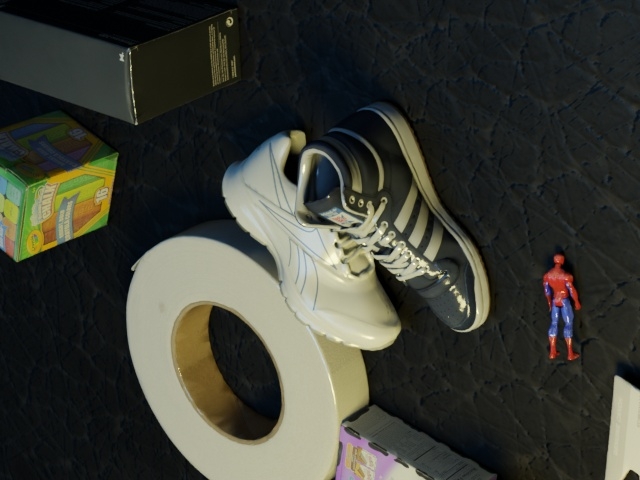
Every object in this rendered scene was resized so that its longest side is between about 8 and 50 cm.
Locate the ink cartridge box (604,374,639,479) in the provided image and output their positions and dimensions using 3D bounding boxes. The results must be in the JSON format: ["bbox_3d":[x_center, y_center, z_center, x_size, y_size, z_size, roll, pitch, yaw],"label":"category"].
[{"bbox_3d":[0.406,0.313,1.541,0.261,0.066,0.296,37,134,52],"label":"ink cartridge box"}]

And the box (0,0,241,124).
[{"bbox_3d":[-0.254,-0.242,1.806,0.261,0.184,0.103,20,122,36],"label":"box"}]

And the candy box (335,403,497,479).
[{"bbox_3d":[0.113,0.323,1.820,0.196,0.070,0.165,27,126,33],"label":"candy box"}]

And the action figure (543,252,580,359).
[{"bbox_3d":[0.260,0.070,1.586,0.038,0.030,0.115,5,108,36],"label":"action figure"}]

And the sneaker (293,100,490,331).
[{"bbox_3d":[0.074,-0.006,1.633,0.099,0.153,0.282,-25,92,47],"label":"sneaker"}]

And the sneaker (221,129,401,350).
[{"bbox_3d":[0.000,0.000,1.746,0.297,0.111,0.129,52,130,9],"label":"sneaker"}]

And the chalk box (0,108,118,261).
[{"bbox_3d":[-0.404,-0.071,2.011,0.132,0.213,0.132,36,131,25],"label":"chalk box"}]

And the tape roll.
[{"bbox_3d":[-0.105,0.162,1.947,0.392,0.072,0.392,21,123,36],"label":"tape roll"}]
